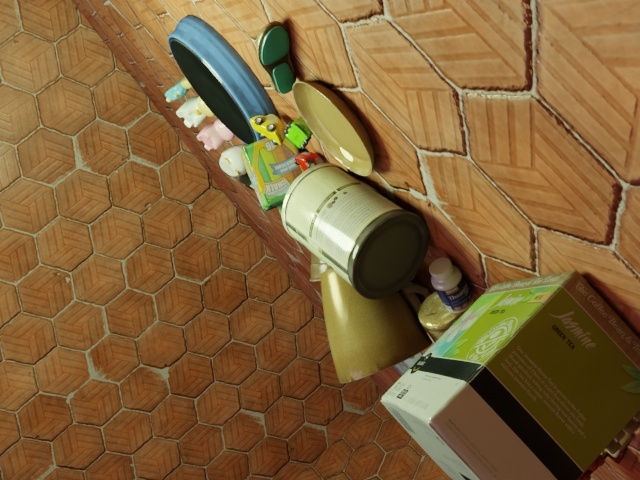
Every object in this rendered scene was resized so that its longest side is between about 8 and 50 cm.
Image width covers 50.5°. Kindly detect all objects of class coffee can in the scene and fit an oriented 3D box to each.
[{"bbox_3d":[0.070,-0.027,1.480,0.275,0.201,0.201,39,166,44],"label":"coffee can"}]

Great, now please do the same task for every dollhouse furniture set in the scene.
[{"bbox_3d":[0.487,0.407,1.340,0.152,0.201,0.374,42,168,32],"label":"dollhouse furniture set"}]

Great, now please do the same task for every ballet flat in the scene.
[{"bbox_3d":[0.211,0.116,1.718,0.124,0.116,0.342,0,133,50],"label":"ballet flat"},{"bbox_3d":[-0.095,-0.363,1.316,0.067,0.073,0.206,56,170,22],"label":"ballet flat"},{"bbox_3d":[-0.215,-0.213,2.316,0.096,0.095,0.280,38,180,1],"label":"ballet flat"}]

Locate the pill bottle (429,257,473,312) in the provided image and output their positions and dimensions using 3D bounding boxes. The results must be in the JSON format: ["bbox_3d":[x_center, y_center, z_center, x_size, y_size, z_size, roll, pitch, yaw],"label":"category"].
[{"bbox_3d":[0.276,0.094,1.443,0.067,0.067,0.120,34,163,53],"label":"pill bottle"}]

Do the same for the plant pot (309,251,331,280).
[{"bbox_3d":[0.042,0.012,1.770,0.167,0.167,0.165,172,90,-78],"label":"plant pot"}]

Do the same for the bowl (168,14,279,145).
[{"bbox_3d":[-0.259,-0.408,1.798,0.391,0.077,0.391,47,170,11],"label":"bowl"}]

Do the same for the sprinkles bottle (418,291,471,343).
[{"bbox_3d":[0.357,0.271,1.605,0.355,0.121,0.121,55,168,-29],"label":"sprinkles bottle"}]

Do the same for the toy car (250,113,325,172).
[{"bbox_3d":[-0.054,-0.241,1.602,0.239,0.053,0.225,41,166,-5],"label":"toy car"}]

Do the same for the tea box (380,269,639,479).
[{"bbox_3d":[0.312,0.243,1.120,0.220,0.323,0.329,48,169,0],"label":"tea box"}]

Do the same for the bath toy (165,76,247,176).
[{"bbox_3d":[-0.313,-0.356,2.081,0.151,0.129,0.348,6,139,51],"label":"bath toy"}]

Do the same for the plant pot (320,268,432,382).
[{"bbox_3d":[0.105,0.170,1.600,0.237,0.237,0.254,133,115,-80],"label":"plant pot"}]

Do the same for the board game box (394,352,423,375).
[{"bbox_3d":[0.286,0.402,2.521,0.318,0.066,0.318,51,169,-12],"label":"board game box"}]

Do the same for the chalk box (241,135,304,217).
[{"bbox_3d":[-0.106,-0.157,1.767,0.213,0.132,0.132,66,170,0],"label":"chalk box"}]

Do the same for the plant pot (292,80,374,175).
[{"bbox_3d":[0.033,-0.231,1.368,0.236,0.032,0.236,47,169,12],"label":"plant pot"}]
